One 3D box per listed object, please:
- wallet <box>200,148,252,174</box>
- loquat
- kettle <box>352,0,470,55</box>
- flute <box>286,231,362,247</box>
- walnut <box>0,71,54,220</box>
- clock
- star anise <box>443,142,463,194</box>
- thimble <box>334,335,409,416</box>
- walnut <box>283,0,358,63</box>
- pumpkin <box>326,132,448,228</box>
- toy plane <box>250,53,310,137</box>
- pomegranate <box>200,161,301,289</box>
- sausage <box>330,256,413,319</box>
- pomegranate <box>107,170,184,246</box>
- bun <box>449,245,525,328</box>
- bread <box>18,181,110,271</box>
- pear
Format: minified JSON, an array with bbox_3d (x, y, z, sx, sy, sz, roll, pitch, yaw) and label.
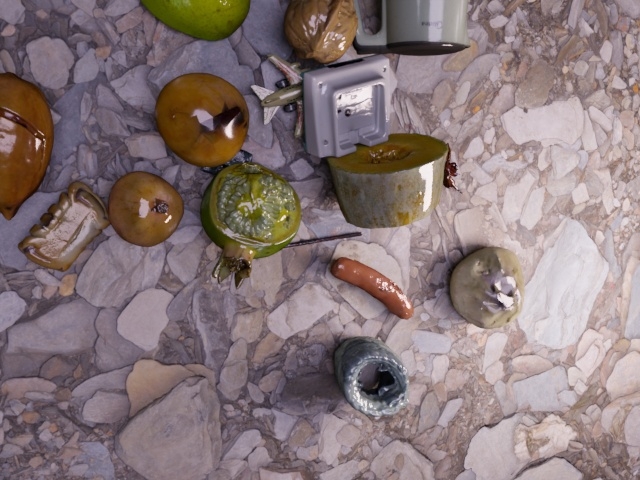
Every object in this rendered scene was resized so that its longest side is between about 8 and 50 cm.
[{"bbox_3d":[-0.253,-0.214,1.523,0.129,0.026,0.088,14,93,-22],"label":"wallet"},{"bbox_3d":[-0.290,-0.300,1.390,0.235,0.235,0.234,-3,100,-20],"label":"loquat"},{"bbox_3d":[0.236,-0.708,1.533,0.361,0.250,0.376,0,102,1],"label":"kettle"},{"bbox_3d":[0.000,0.000,1.658,0.270,0.014,0.014,-9,102,-19],"label":"flute"},{"bbox_3d":[-0.711,-0.208,1.268,0.209,0.209,0.336,-2,106,-20],"label":"walnut"},{"bbox_3d":[0.084,-0.361,1.519,0.262,0.116,0.231,-23,129,-28],"label":"clock"},{"bbox_3d":[0.382,-0.204,1.751,0.140,0.144,0.158,39,73,24],"label":"star anise"},{"bbox_3d":[0.154,0.413,1.702,0.205,0.172,0.250,-46,108,-3],"label":"thimble"},{"bbox_3d":[0.000,-0.565,1.462,0.198,0.198,0.244,28,48,-22],"label":"walnut"},{"bbox_3d":[0.191,-0.163,1.555,0.333,0.332,0.199,-20,120,-16],"label":"pumpkin"},{"bbox_3d":[-0.060,-0.406,1.530,0.244,0.092,0.228,-23,104,-16],"label":"toy plane"},{"bbox_3d":[-0.192,-0.043,1.446,0.261,0.260,0.340,29,67,-22],"label":"pomegranate"},{"bbox_3d":[0.168,0.140,1.708,0.327,0.079,0.087,33,76,-23],"label":"sausage"},{"bbox_3d":[-0.438,-0.079,1.394,0.191,0.191,0.191,-3,100,-20],"label":"pomegranate"},{"bbox_3d":[0.555,0.156,1.809,0.273,0.168,0.272,0,91,-19],"label":"bun"},{"bbox_3d":[-0.627,-0.030,1.387,0.134,0.081,0.225,44,81,-26],"label":"bread"},{"bbox_3d":[-0.275,-0.619,1.394,0.288,0.139,0.239,-43,125,-14],"label":"pear"}]
